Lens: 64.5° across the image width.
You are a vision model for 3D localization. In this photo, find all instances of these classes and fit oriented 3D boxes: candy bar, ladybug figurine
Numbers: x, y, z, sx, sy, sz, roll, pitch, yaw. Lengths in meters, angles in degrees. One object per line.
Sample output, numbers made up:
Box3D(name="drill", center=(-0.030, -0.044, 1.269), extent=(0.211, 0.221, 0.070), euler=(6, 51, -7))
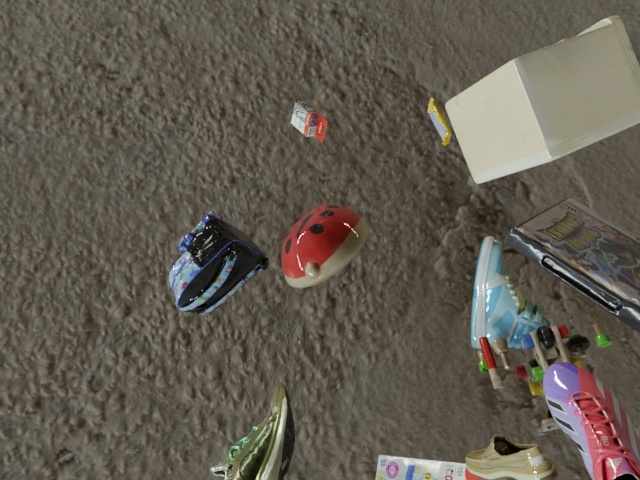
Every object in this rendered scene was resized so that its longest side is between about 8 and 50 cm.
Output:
Box3D(name="candy bar", center=(0.273, -0.274, 1.168), extent=(0.018, 0.040, 0.162), euler=(2, 42, -8))
Box3D(name="ladybug figurine", center=(0.000, 0.000, 1.628), extent=(0.305, 0.449, 0.162), euler=(-31, 102, 14))

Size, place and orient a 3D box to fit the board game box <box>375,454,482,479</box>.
Box3D(name="board game box", center=(0.257, 0.676, 1.176), extent=(0.086, 0.308, 0.302), euler=(38, 53, -35))

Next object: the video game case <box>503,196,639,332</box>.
Box3D(name="video game case", center=(0.466, 0.028, 0.828), extent=(0.248, 0.035, 0.274), euler=(40, 38, 27))

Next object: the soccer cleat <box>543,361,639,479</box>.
Box3D(name="soccer cleat", center=(0.341, 0.247, 0.603), extent=(0.083, 0.095, 0.248), euler=(-27, 47, 16))

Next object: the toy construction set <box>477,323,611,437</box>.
Box3D(name="toy construction set", center=(0.571, 0.370, 1.307), extent=(0.308, 0.258, 0.237), euler=(5, 49, -13))

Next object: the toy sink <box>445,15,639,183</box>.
Box3D(name="toy sink", center=(0.310, -0.184, 0.655), extent=(0.234, 0.152, 0.131), euler=(-23, 92, -15))

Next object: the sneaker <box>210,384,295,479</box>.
Box3D(name="sneaker", center=(-0.169, 0.518, 1.205), extent=(0.181, 0.158, 0.411), euler=(5, 40, 8))

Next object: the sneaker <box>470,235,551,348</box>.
Box3D(name="sneaker", center=(0.528, 0.150, 1.399), extent=(0.208, 0.127, 0.320), euler=(4, 102, 17))

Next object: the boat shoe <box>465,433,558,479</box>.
Box3D(name="boat shoe", center=(0.318, 0.371, 0.882), extent=(0.068, 0.190, 0.072), euler=(-22, 84, -34))

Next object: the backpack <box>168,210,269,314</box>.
Box3D(name="backpack", center=(-0.208, 0.052, 0.957), extent=(0.173, 0.158, 0.117), euler=(-47, 66, 3))

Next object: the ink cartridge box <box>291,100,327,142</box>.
Box3D(name="ink cartridge box", center=(-0.029, -0.297, 1.273), extent=(0.029, 0.063, 0.115), euler=(-14, 46, -32))
